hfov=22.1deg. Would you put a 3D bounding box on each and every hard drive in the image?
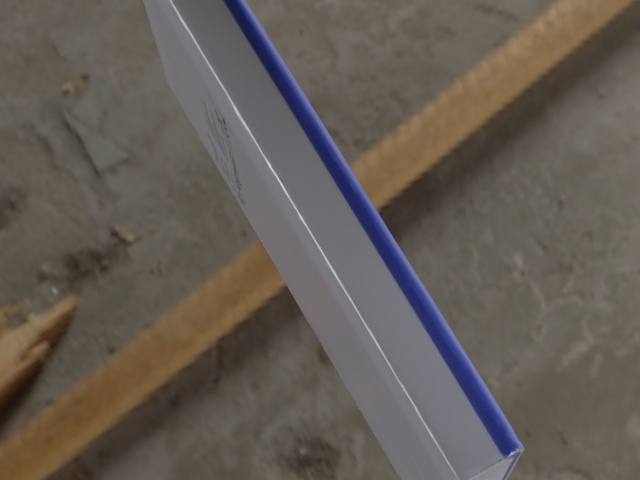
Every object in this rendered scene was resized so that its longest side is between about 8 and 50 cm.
[{"bbox_3d":[0.000,0.000,0.875,0.040,0.210,0.318,-29,75,-7],"label":"hard drive"}]
